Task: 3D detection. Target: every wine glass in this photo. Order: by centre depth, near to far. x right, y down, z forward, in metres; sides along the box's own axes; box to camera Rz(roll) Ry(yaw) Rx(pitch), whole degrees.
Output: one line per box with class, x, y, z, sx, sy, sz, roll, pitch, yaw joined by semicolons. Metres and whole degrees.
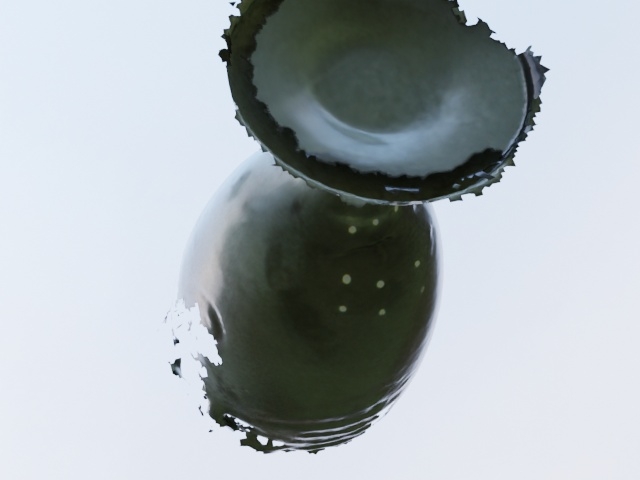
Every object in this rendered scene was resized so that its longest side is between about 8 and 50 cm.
wine glass;0.005;-0.002;0.777;0.190;0.190;0.357;-15;-28;-23
